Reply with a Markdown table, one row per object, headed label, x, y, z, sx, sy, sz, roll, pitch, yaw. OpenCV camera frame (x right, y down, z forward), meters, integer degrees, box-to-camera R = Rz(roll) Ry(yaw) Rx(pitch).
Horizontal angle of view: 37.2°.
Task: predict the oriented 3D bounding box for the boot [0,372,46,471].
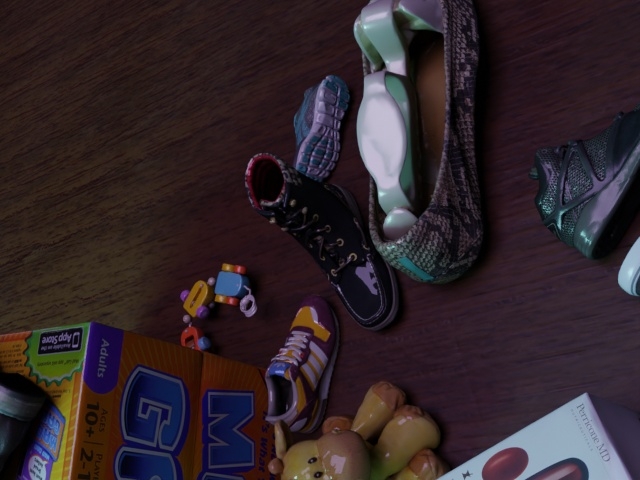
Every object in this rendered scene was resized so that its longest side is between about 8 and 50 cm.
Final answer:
| label | x | y | z | sx | sy | sz | roll | pitch | yaw |
| --- | --- | --- | --- | --- | --- | --- | --- | --- | --- |
| boot | -0.427 | 0.232 | 1.050 | 0.263 | 0.091 | 0.229 | 22 | 87 | 39 |

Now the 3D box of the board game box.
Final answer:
| label | x | y | z | sx | sy | sz | roll | pitch | yaw |
| --- | --- | --- | --- | --- | --- | --- | --- | --- | --- |
| board game box | -0.294 | 0.327 | 1.206 | 0.357 | 0.356 | 0.356 | -10 | 68 | 35 |

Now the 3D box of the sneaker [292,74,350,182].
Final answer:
| label | x | y | z | sx | sy | sz | roll | pitch | yaw |
| --- | --- | --- | --- | --- | --- | --- | --- | --- | --- |
| sneaker | -0.010 | -0.154 | 1.368 | 0.076 | 0.065 | 0.166 | 2 | 71 | 55 |

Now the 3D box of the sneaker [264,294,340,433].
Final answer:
| label | x | y | z | sx | sy | sz | roll | pitch | yaw |
| --- | --- | --- | --- | --- | --- | --- | --- | --- | --- |
| sneaker | -0.027 | 0.156 | 1.240 | 0.070 | 0.084 | 0.185 | -7 | 70 | 36 |

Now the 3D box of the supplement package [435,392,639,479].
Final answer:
| label | x | y | z | sx | sy | sz | roll | pitch | yaw |
| --- | --- | --- | --- | --- | --- | --- | --- | --- | --- |
| supplement package | 0.248 | 0.290 | 0.933 | 0.203 | 0.149 | 0.194 | -38 | 54 | 23 |

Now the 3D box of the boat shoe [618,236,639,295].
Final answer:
| label | x | y | z | sx | sy | sz | roll | pitch | yaw |
| --- | --- | --- | --- | --- | --- | --- | --- | --- | --- |
| boat shoe | 0.410 | -0.015 | 0.973 | 0.228 | 0.080 | 0.076 | -44 | 50 | 8 |

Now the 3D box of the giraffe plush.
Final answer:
| label | x | y | z | sx | sy | sz | roll | pitch | yaw |
| --- | --- | --- | --- | --- | --- | --- | --- | --- | --- |
| giraffe plush | 0.024 | 0.266 | 1.102 | 0.181 | 0.170 | 0.210 | 42 | 101 | 39 |

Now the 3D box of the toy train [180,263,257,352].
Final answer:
| label | x | y | z | sx | sy | sz | roll | pitch | yaw |
| --- | --- | --- | --- | --- | --- | --- | --- | --- | --- |
| toy train | -0.146 | 0.109 | 1.380 | 0.166 | 0.046 | 0.125 | -38 | 56 | 25 |

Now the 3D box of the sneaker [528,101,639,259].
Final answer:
| label | x | y | z | sx | sy | sz | roll | pitch | yaw |
| --- | --- | --- | --- | --- | --- | --- | --- | --- | --- |
| sneaker | 0.317 | -0.104 | 1.066 | 0.130 | 0.087 | 0.227 | 36 | 103 | 34 |

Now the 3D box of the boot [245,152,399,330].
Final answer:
| label | x | y | z | sx | sy | sz | roll | pitch | yaw |
| --- | --- | --- | --- | --- | --- | --- | --- | --- | --- |
| boot | -0.002 | 0.000 | 1.215 | 0.085 | 0.179 | 0.236 | -38 | 54 | 21 |

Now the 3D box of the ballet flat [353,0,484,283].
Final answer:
| label | x | y | z | sx | sy | sz | roll | pitch | yaw |
| --- | --- | --- | --- | --- | --- | --- | --- | --- | --- |
| ballet flat | 0.113 | -0.188 | 1.194 | 0.164 | 0.182 | 0.482 | -16 | 64 | 34 |
